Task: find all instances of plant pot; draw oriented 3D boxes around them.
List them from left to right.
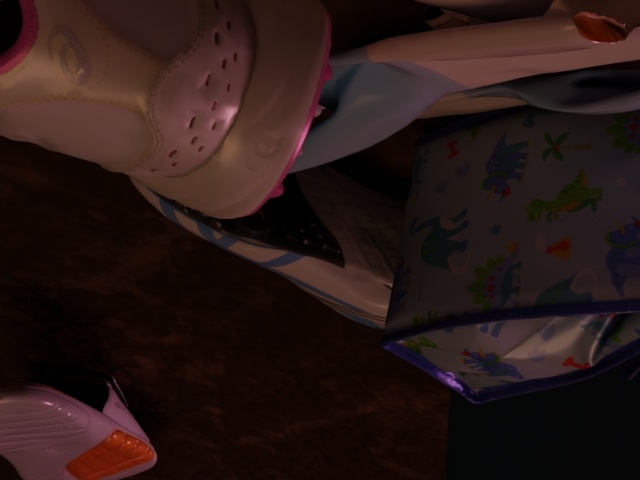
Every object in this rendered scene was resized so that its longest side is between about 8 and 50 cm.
[{"bbox_3d":[0.210,0.154,0.934,0.234,0.165,0.165,-4,146,18],"label":"plant pot"}]

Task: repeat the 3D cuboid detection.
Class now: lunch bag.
[{"bbox_3d":[0.117,-0.001,0.739,0.096,0.129,0.151,31,145,-34],"label":"lunch bag"}]

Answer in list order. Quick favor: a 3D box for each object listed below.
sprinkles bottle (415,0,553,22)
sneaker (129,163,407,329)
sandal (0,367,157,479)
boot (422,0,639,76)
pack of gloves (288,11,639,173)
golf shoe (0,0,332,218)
[{"bbox_3d":[-0.075,-0.180,0.531,0.355,0.121,0.121,16,150,-3],"label":"sprinkles bottle"},{"bbox_3d":[0.000,0.000,0.836,0.237,0.085,0.086,23,144,-11],"label":"sneaker"},{"bbox_3d":[-0.195,0.127,1.140,0.102,0.076,0.265,-15,157,4],"label":"sandal"},{"bbox_3d":[0.096,-0.108,0.658,0.087,0.042,0.118,21,149,-7],"label":"boot"},{"bbox_3d":[0.064,-0.050,0.637,0.232,0.046,0.195,-1,178,43],"label":"pack of gloves"},{"bbox_3d":[-0.130,-0.103,0.599,0.140,0.115,0.306,11,-171,-43],"label":"golf shoe"}]
